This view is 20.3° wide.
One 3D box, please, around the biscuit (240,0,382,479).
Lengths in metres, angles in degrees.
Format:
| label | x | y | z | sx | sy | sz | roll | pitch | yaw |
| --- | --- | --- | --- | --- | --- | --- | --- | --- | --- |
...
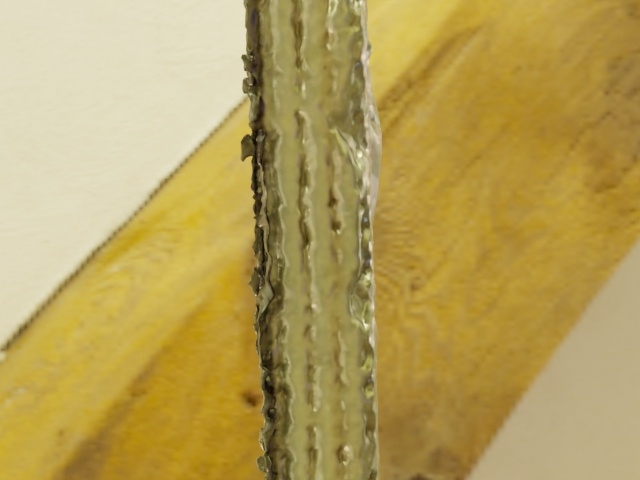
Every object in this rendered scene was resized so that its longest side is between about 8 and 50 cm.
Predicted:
| label | x | y | z | sx | sy | sz | roll | pitch | yaw |
| --- | --- | --- | --- | --- | --- | --- | --- | --- | --- |
| biscuit | 0.000 | 0.000 | 0.551 | 0.040 | 0.121 | 0.199 | -2 | -87 | 1 |
